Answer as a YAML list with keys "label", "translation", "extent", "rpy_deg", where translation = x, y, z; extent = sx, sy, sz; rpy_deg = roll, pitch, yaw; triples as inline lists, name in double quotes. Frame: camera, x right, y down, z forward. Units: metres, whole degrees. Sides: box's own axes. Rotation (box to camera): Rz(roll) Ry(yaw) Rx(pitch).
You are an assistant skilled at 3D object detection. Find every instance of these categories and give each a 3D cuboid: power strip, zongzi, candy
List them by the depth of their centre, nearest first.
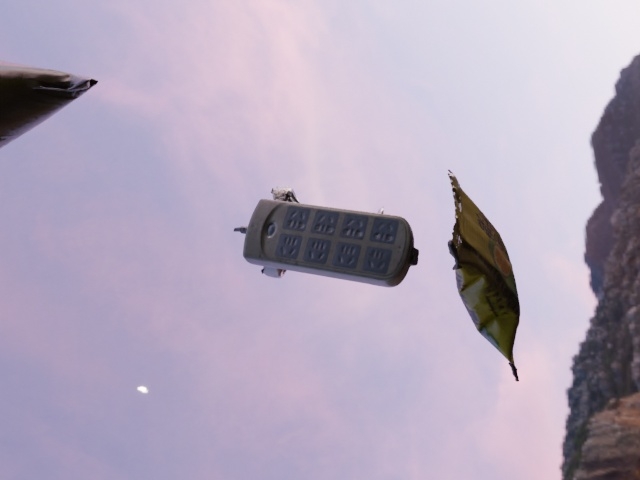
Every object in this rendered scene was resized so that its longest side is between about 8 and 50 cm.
- label: "zongzi"
  translation: [-0.421, -0.102, 0.771]
  extent: [0.260, 0.289, 0.123]
  rpy_deg: [-65, -24, -21]
- label: "power strip"
  translation: [0.000, 0.000, 0.787]
  extent: [0.029, 0.227, 0.080]
  rpy_deg: [50, -129, -64]
- label: "candy"
  translation: [0.248, 0.053, 1.038]
  extent: [0.187, 0.081, 0.297]
  rpy_deg: [-80, -31, -48]

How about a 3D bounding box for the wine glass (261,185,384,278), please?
- label: "wine glass"
  translation: [0.006, -0.004, 1.183]
  extent: [0.196, 0.165, 0.165]
  rpy_deg: [8, -106, 2]
